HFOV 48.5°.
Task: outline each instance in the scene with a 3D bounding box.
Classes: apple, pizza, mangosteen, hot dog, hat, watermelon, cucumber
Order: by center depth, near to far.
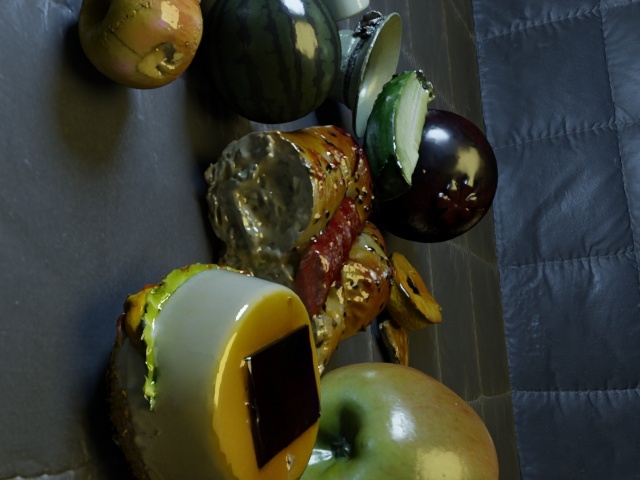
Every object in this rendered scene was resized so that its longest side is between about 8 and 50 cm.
[{"bbox_3d":[-0.202,-0.247,0.819,0.146,0.146,0.146,-8,90,-66],"label":"apple"},{"bbox_3d":[0.073,0.338,1.035,0.305,0.338,0.338,30,54,-46],"label":"apple"},{"bbox_3d":[-0.070,-0.275,1.042,0.212,0.212,0.212,-8,90,-66],"label":"watermelon"},{"bbox_3d":[0.000,0.000,1.137,0.365,0.196,0.367,-31,113,-68],"label":"hot dog"},{"bbox_3d":[0.129,-0.195,1.331,0.105,0.145,0.325,41,37,-21],"label":"cucumber"},{"bbox_3d":[0.059,-0.341,1.415,0.257,0.130,0.257,20,90,-77],"label":"hat"},{"bbox_3d":[0.161,0.228,1.584,0.176,0.036,0.185,30,52,-62],"label":"pizza"},{"bbox_3d":[0.234,-0.160,1.605,0.307,0.307,0.347,61,0,-37],"label":"mangosteen"}]

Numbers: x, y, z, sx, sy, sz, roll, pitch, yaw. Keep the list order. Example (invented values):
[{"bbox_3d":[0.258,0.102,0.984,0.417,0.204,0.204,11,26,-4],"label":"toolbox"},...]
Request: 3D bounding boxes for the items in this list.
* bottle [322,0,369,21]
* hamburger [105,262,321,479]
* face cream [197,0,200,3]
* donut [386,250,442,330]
[{"bbox_3d":[0.017,-0.582,1.454,0.245,0.104,0.104,65,29,-32],"label":"bottle"},{"bbox_3d":[-0.119,0.169,0.828,0.276,0.179,0.294,-24,108,-62],"label":"hamburger"},{"bbox_3d":[-0.226,-0.434,0.912,0.107,0.073,0.269,-35,114,-60],"label":"face cream"},{"bbox_3d":[0.188,0.121,1.589,0.190,0.074,0.174,59,22,14],"label":"donut"}]
